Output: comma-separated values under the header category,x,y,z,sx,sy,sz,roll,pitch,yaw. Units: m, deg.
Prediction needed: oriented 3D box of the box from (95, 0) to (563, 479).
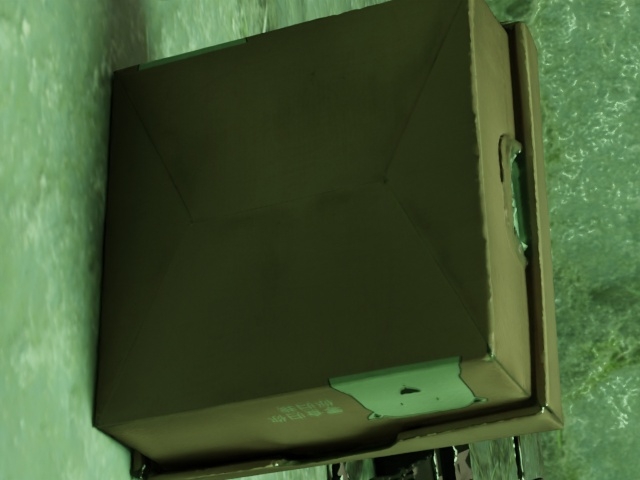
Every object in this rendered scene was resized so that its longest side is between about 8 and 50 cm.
category,x,y,z,sx,sy,sz,roll,pitch,yaw
box,0.000,0.000,0.872,0.086,0.215,0.215,43,41,-54

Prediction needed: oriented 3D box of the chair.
category,x,y,z,sx,sy,sz,roll,pitch,yaw
chair,0.065,0.174,1.395,0.229,0.113,0.106,-13,97,-39
